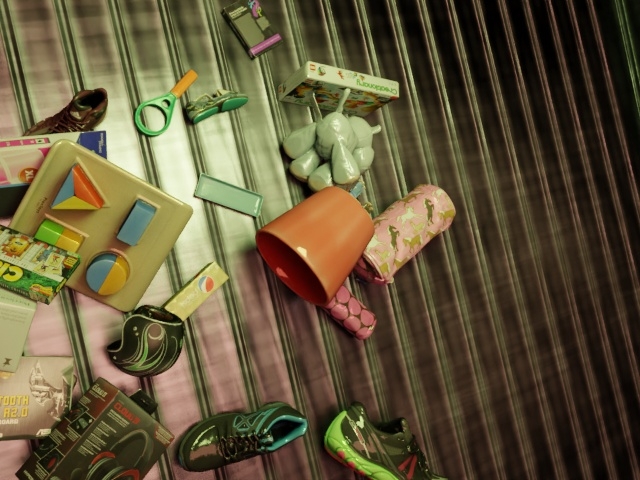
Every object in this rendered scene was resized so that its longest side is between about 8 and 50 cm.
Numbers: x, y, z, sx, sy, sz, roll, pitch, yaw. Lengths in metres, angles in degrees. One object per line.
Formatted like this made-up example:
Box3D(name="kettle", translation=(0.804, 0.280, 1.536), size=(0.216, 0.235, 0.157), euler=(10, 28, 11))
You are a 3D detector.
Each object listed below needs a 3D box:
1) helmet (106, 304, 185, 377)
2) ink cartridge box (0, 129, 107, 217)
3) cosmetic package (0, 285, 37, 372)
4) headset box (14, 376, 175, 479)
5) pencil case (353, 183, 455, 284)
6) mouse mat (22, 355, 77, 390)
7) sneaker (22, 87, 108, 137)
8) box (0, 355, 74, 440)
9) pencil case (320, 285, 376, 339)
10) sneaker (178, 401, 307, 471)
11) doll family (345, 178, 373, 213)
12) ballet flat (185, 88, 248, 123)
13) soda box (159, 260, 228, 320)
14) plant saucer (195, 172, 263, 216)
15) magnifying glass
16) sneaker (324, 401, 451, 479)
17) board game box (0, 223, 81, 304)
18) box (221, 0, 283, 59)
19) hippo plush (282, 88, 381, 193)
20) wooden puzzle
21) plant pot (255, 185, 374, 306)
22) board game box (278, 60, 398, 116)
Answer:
Box3D(name="helmet", translation=(-0.420, 0.250, 1.466), size=(0.169, 0.169, 0.162), euler=(18, 94, -25))
Box3D(name="ink cartridge box", translation=(-0.667, -0.148, 1.386), size=(0.370, 0.069, 0.176), euler=(-14, 134, -31))
Box3D(name="cosmetic package", translation=(-0.697, 0.162, 1.289), size=(0.151, 0.183, 0.152), euler=(18, 99, -26))
Box3D(name="headset box", translation=(-0.492, 0.474, 1.385), size=(0.293, 0.110, 0.218), euler=(-52, 130, -24))
Box3D(name="pencil case", translation=(0.251, -0.023, 1.870), size=(0.386, 0.160, 0.167), euler=(-40, 127, -28))
Box3D(name="mouse mat", translation=(-0.679, 0.353, 1.398), size=(0.189, 0.007, 0.153), euler=(28, 71, -22))
Box3D(name="sneaker", translation=(-0.608, -0.271, 1.431), size=(0.106, 0.162, 0.281), euler=(43, 65, -17))
Box3D(name="box", translation=(-0.682, 0.351, 1.360), size=(0.230, 0.056, 0.183), euler=(7, 81, -28))
Box3D(name="pencil case", translation=(0.074, 0.194, 1.785), size=(0.209, 0.095, 0.098), euler=(46, 49, -18))
Box3D(name="sneaker", translation=(-0.195, 0.502, 1.565), size=(0.340, 0.139, 0.125), euler=(-15, 92, -28))
Box3D(name="doll family", translation=(0.096, -0.093, 1.801), size=(0.111, 0.076, 0.193), euler=(-44, 131, -22))
Box3D(name="ballet flat", translation=(-0.289, -0.385, 1.681), size=(0.188, 0.070, 0.070), euler=(-28, 97, -32))
Box3D(name="soda box", translation=(-0.330, 0.137, 1.588), size=(0.181, 0.058, 0.061), euler=(-45, 105, -26))
Box3D(name="plant saucer", translation=(-0.253, -0.124, 1.688), size=(0.191, 0.018, 0.067), euler=(19, 75, -24))
Box3D(name="magnifying glass", translation=(-0.411, -0.373, 1.635), size=(0.092, 0.026, 0.231), euler=(42, 68, -17))
Box3D(name="sneaker", translation=(0.238, 0.629, 1.759), size=(0.482, 0.185, 0.202), euler=(37, 71, -20))
Box3D(name="board game box", translation=(-0.667, 0.037, 1.299), size=(0.259, 0.030, 0.136), euler=(21, 46, -3))
Box3D(name="box", translation=(-0.199, -0.626, 1.780), size=(0.116, 0.029, 0.162), euler=(-39, 103, -28))
Box3D(name="hippo plush", translation=(0.040, -0.288, 1.797), size=(0.236, 0.234, 0.295), euler=(-25, 113, -59))
Box3D(name="wooden puzzle", translation=(-0.518, -0.015, 1.411), size=(0.347, 0.080, 0.322), euler=(29, 102, -24))
Box3D(name="plant pot", translation=(0.000, 0.000, 1.655), size=(0.243, 0.275, 0.275), euler=(-44, 104, -21))
Box3D(name="board game box", translation=(0.052, -0.441, 1.798), size=(0.305, 0.193, 0.053), euler=(5, 80, -28))
